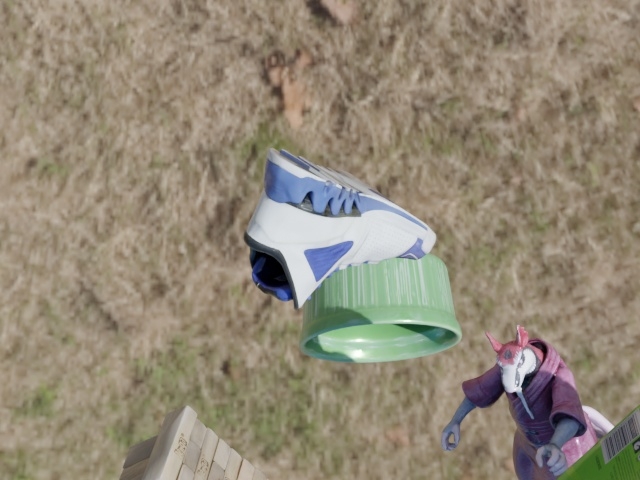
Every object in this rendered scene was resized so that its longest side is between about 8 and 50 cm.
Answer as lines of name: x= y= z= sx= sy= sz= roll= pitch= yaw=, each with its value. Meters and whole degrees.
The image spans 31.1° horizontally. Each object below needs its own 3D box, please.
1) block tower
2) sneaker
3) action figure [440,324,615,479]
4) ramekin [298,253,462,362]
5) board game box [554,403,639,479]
block tower: x=-0.061 y=0.304 z=1.111 sx=0.097 sy=0.091 sz=0.335 roll=-27 pitch=119 yaw=28
sneaker: x=-0.001 y=0.000 z=1.528 sx=0.315 sy=0.127 sz=0.182 roll=18 pitch=106 yaw=-50
action figure: x=0.337 y=0.251 z=1.632 sx=0.275 sy=0.248 sz=0.370 roll=-38 pitch=124 yaw=-25
ramekin: x=0.107 y=0.122 z=2.147 sx=0.303 sy=0.148 sz=0.303 roll=-3 pitch=161 yaw=-1
board game box: x=0.221 y=0.272 z=1.049 sx=0.039 sy=0.124 sz=0.259 roll=38 pitch=113 yaw=-13
